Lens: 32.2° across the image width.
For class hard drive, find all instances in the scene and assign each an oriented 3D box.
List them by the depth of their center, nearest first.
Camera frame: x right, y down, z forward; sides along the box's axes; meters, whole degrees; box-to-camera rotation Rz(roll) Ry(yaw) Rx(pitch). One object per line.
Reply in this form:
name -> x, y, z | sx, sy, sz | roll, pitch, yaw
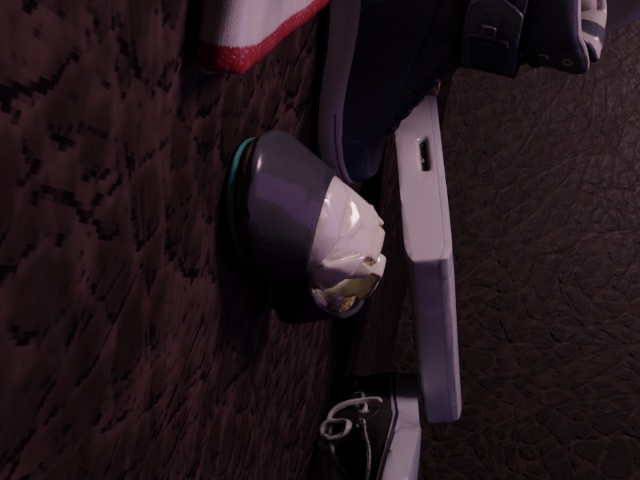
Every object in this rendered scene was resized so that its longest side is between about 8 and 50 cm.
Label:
hard drive -> 0.113, 0.015, 1.170 | 0.353, 0.047, 0.233 | 78, 8, -57

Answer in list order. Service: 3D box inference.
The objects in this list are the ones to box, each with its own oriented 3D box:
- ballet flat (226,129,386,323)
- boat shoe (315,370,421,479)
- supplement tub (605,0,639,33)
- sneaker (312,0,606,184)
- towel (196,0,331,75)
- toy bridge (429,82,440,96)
ballet flat -> 0.000, 0.000, 0.575 | 0.203, 0.074, 0.074 | 79, 24, -71
boat shoe -> 0.048, 0.210, 1.150 | 0.306, 0.105, 0.113 | -76, 172, -70
supplement tub -> 0.217, -0.364, 0.976 | 0.235, 0.235, 0.325 | 90, 14, -58
sneaker -> 0.083, -0.106, 0.676 | 0.226, 0.163, 0.086 | 95, 8, -50
towel -> 0.015, -0.245, 0.427 | 0.237, 0.037, 0.329 | -59, 160, -66
toy bridge -> 0.069, -0.177, 0.823 | 0.026, 0.063, 0.188 | 94, 9, -49
